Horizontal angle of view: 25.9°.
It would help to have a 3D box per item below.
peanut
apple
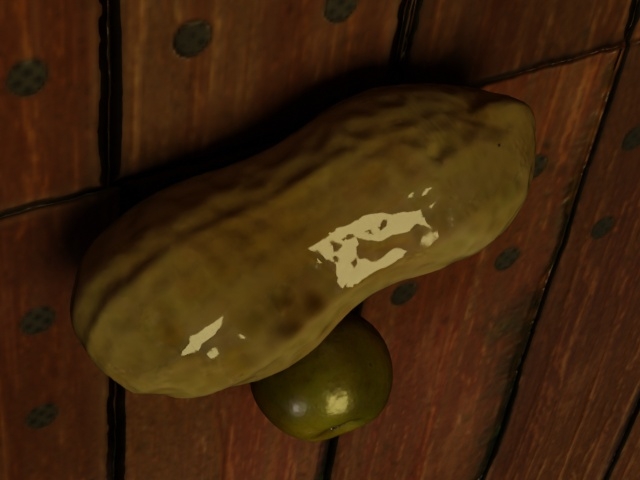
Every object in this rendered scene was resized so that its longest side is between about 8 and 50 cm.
[{"bbox_3d":[0.000,0.000,0.737,0.274,0.111,0.125,-26,147,-14],"label":"peanut"},{"bbox_3d":[0.000,0.085,0.863,0.089,0.074,0.089,-17,159,-7],"label":"apple"}]
